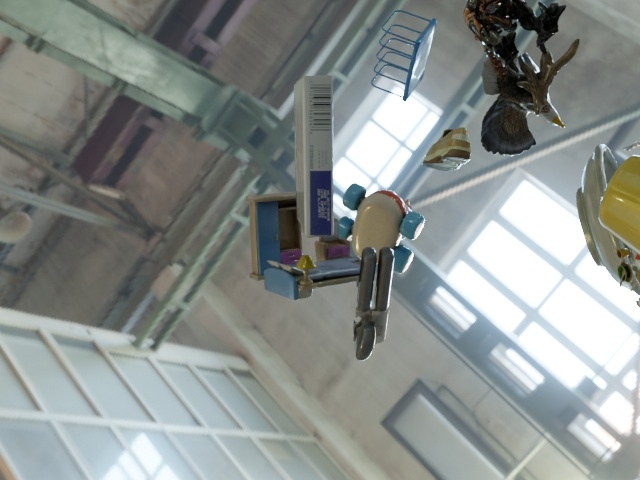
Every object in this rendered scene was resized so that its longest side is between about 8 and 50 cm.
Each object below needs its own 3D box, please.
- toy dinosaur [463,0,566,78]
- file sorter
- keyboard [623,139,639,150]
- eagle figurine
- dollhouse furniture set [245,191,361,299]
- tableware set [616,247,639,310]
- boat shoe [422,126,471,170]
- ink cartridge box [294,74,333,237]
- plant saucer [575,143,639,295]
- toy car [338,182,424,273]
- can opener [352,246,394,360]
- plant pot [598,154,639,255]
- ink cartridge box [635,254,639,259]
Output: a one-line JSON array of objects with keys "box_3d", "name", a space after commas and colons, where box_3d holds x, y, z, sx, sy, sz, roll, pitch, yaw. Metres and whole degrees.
[{"box_3d": [0.362, -0.459, 1.797, 0.164, 0.218, 0.322, -46, -37, 8], "name": "toy dinosaur"}, {"box_3d": [0.195, -0.446, 2.140, 0.118, 0.104, 0.170, -55, -18, -41], "name": "file sorter"}, {"box_3d": [0.871, -0.281, 2.201, 0.256, 0.014, 0.072, -25, -5, -6], "name": "keyboard"}, {"box_3d": [0.473, -0.327, 2.070, 0.226, 0.225, 0.298, -18, -1, -4], "name": "eagle figurine"}, {"box_3d": [0.000, 0.000, 2.052, 0.286, 0.303, 0.198, -8, -78, -29], "name": "dollhouse furniture set"}, {"box_3d": [0.669, 0.087, 1.908, 0.024, 0.154, 0.104, -12, -28, -9], "name": "tableware set"}, {"box_3d": [0.251, -0.181, 1.739, 0.068, 0.190, 0.072, 9, -95, -13], "name": "boat shoe"}, {"box_3d": [-0.015, -0.186, 1.932, 0.071, 0.330, 0.324, -2, -82, -3], "name": "ink cartridge box"}, {"box_3d": [0.736, -0.044, 2.293, 0.100, 0.400, 0.400, -16, -23, 25], "name": "plant saucer"}, {"box_3d": [0.193, -0.063, 2.443, 0.238, 0.219, 0.210, -36, -33, -52], "name": "toy car"}, {"box_3d": [0.117, 0.137, 1.925, 0.074, 0.093, 0.280, -1, -54, -7], "name": "can opener"}, {"box_3d": [0.696, -0.052, 1.764, 0.254, 0.239, 0.254, -31, -43, -34], "name": "plant pot"}, {"box_3d": [0.773, 0.035, 2.002, 0.115, 0.029, 0.063, 14, -66, -6], "name": "ink cartridge box"}]
